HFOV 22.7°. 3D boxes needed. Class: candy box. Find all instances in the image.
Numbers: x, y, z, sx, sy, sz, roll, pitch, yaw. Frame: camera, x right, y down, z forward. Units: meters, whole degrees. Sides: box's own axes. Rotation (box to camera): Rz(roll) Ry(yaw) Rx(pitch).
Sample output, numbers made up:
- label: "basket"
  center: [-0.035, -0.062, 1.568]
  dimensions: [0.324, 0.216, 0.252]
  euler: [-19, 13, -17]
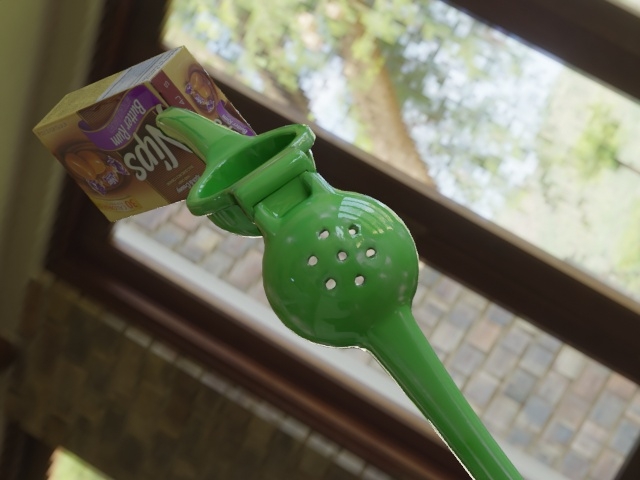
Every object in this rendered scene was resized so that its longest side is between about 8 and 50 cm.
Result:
- label: "candy box"
  center: [-0.142, -0.083, 1.299]
  dimensions: [0.187, 0.109, 0.053]
  euler: [-12, 33, 51]

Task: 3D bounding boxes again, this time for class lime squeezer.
- label: "lime squeezer"
  center: [0.000, 0.000, 0.617]
  dimensions: [0.059, 0.310, 0.110]
  euler: [-47, -38, 5]
